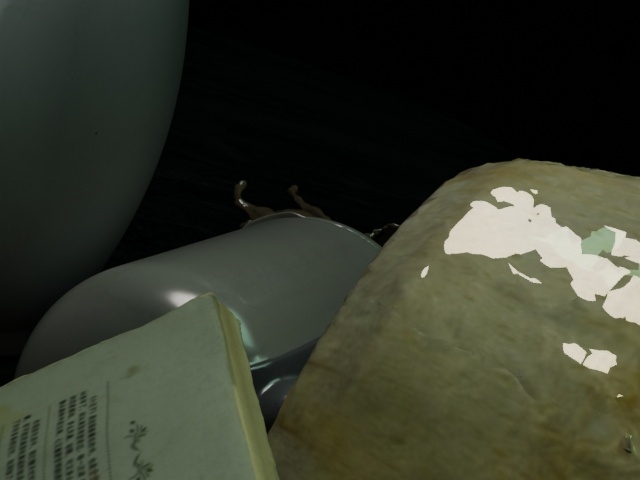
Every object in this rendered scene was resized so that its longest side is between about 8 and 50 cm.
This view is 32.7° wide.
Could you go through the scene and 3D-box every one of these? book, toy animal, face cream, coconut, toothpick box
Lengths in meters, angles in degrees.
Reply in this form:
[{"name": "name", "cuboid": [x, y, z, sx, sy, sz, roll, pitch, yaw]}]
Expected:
[{"name": "book", "cuboid": [-0.159, 0.131, 0.466, 0.289, 0.026, 0.201, -23, 28, 0]}, {"name": "toy animal", "cuboid": [0.000, 0.000, 1.385, 0.214, 0.094, 0.186, -1, 24, -41]}, {"name": "face cream", "cuboid": [-0.229, -0.071, 0.769, 0.219, 0.357, 0.312, 23, 16, -3]}, {"name": "coconut", "cuboid": [0.179, 0.162, 0.558, 0.404, 0.405, 0.404, 22, 16, -7]}, {"name": "toothpick box", "cuboid": [-0.056, 0.100, 0.723, 0.229, 0.229, 0.316, 29, 17, 17]}]
